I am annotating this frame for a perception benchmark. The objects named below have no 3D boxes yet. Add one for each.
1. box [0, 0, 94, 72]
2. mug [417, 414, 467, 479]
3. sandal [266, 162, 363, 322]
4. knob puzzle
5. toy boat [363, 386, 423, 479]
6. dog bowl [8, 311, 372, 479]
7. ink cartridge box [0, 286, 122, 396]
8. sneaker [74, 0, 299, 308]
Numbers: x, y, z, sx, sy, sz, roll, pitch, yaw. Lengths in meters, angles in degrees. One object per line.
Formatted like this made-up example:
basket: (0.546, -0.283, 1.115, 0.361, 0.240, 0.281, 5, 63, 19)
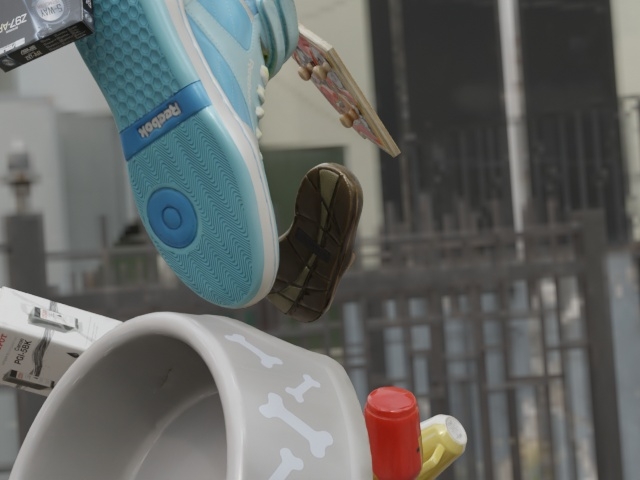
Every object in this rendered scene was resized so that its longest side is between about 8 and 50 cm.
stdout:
box: (-0.216, -0.174, 1.390, 0.083, 0.067, 0.018, -21, -37, 18)
mug: (0.120, 0.220, 1.879, 0.064, 0.078, 0.062, -37, -49, 27)
sandal: (0.000, 0.000, 1.746, 0.060, 0.090, 0.219, -31, -26, -39)
knob puzzle: (0.004, -0.188, 2.146, 0.030, 0.213, 0.213, -39, 1, -6)
toy boat: (0.022, 0.253, 1.444, 0.267, 0.148, 0.318, 9, 28, 17)
dog bowl: (-0.115, 0.209, 1.275, 0.102, 0.348, 0.349, 22, -18, -35)
ink cartridge box: (-0.290, 0.114, 1.896, 0.135, 0.056, 0.099, 17, -44, -15)
sneaker: (-0.070, -0.113, 1.477, 0.127, 0.319, 0.208, -20, 1, 37)
